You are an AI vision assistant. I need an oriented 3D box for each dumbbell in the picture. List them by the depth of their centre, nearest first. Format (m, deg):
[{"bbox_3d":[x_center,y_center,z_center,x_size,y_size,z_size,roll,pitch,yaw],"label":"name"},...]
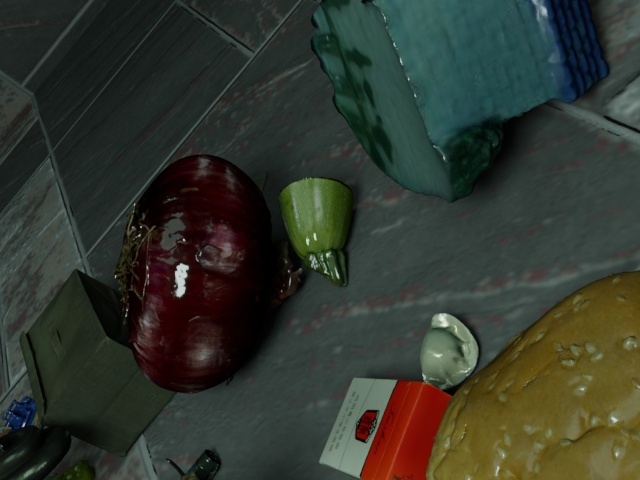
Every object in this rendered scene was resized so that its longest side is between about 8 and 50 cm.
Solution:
[{"bbox_3d":[-0.365,0.354,0.903,0.192,0.290,0.192,-26,8,4],"label":"dumbbell"}]

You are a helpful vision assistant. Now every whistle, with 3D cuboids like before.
[{"bbox_3d":[-0.416,0.392,1.095,0.198,0.057,0.104,-33,35,12],"label":"whistle"}]

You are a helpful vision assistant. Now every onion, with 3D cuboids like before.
[{"bbox_3d":[-0.147,0.049,0.946,0.314,0.232,0.314,-168,90,-77],"label":"onion"}]

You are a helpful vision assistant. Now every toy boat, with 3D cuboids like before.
[{"bbox_3d":[-0.551,0.339,1.229,0.091,0.110,0.175,7,67,50],"label":"toy boat"}]

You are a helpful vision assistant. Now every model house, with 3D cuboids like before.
[{"bbox_3d":[0.192,-0.239,0.855,0.329,0.252,0.295,-30,12,-7],"label":"model house"}]

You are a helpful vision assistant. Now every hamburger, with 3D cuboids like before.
[{"bbox_3d":[0.210,0.161,0.536,0.283,0.144,0.260,-47,39,17],"label":"hamburger"}]

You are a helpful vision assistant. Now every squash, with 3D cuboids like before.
[{"bbox_3d":[-0.004,0.000,0.944,0.105,0.105,0.132,-24,55,33],"label":"squash"}]

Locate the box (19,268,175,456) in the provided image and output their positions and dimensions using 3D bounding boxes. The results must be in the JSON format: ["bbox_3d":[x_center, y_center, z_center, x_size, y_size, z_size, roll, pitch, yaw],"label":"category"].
[{"bbox_3d":[-0.336,0.176,1.095,0.149,0.155,0.231,-51,35,1],"label":"box"}]

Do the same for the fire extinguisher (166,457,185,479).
[{"bbox_3d":[-0.213,0.391,0.840,0.268,0.089,0.072,-60,13,-11],"label":"fire extinguisher"}]

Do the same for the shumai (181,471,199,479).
[{"bbox_3d":[-0.095,0.347,0.609,0.267,0.262,0.314,0,62,48],"label":"shumai"}]

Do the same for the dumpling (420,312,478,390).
[{"bbox_3d":[0.131,0.116,0.741,0.059,0.043,0.077,-5,39,25],"label":"dumpling"}]

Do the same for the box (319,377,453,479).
[{"bbox_3d":[0.061,0.188,0.711,0.152,0.048,0.100,-17,48,65],"label":"box"}]

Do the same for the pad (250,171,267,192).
[{"bbox_3d":[-0.200,-0.023,1.237,0.265,0.009,0.160,-15,50,39],"label":"pad"}]

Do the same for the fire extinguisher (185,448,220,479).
[{"bbox_3d":[-0.158,0.302,0.909,0.083,0.025,0.038,-49,60,4],"label":"fire extinguisher"}]
